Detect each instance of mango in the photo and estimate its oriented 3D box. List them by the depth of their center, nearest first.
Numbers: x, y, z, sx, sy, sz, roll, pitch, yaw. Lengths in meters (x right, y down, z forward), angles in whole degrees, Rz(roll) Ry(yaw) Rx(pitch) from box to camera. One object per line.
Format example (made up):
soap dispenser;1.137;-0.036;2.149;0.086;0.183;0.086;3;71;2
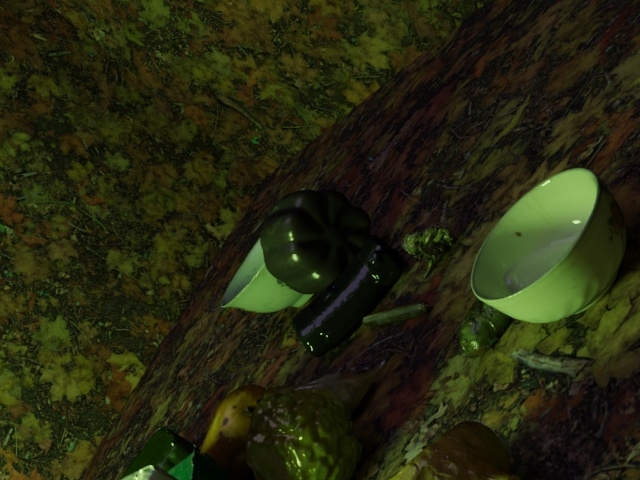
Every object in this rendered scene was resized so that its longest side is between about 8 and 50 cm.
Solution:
mango;-0.201;0.479;2.058;0.290;0.159;0.191;-58;10;17

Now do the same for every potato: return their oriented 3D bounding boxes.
potato;0.313;0.124;1.620;0.198;0.054;0.119;-53;13;-6

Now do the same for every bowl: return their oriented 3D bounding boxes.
bowl;0.392;0.029;1.438;0.277;0.145;0.277;-44;16;17
bowl;-0.093;0.073;2.586;0.435;0.196;0.435;-52;9;12

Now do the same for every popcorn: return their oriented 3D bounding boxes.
popcorn;-0.030;0.400;1.687;0.212;0.259;0.259;-31;2;-35

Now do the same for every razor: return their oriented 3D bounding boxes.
razor;0.069;0.139;2.168;0.327;0.107;0.189;-48;15;6

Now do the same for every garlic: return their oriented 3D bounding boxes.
garlic;-0.008;0.339;1.891;0.338;0.151;0.196;-36;5;45

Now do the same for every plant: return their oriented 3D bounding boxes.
plant;0.249;0.023;1.994;0.116;0.122;0.104;-12;-5;27

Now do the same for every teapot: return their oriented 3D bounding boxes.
teapot;0.188;0.374;1.235;0.203;0.167;0.311;-29;-18;-33

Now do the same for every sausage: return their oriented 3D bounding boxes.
sausage;0.166;0.167;1.969;0.269;0.033;0.033;-24;30;59

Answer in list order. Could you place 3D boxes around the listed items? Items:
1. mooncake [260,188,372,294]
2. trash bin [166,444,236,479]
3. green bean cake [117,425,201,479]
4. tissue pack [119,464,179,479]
mooncake;0.000;0.000;2.335;0.154;0.306;0.306;-23;32;54
trash bin;-0.353;0.649;1.889;0.381;0.295;0.259;-44;16;4
green bean cake;-0.421;0.640;2.312;0.250;0.156;0.247;-55;17;-14
tissue pack;-0.256;0.587;1.584;0.266;0.356;0.194;-35;22;46
